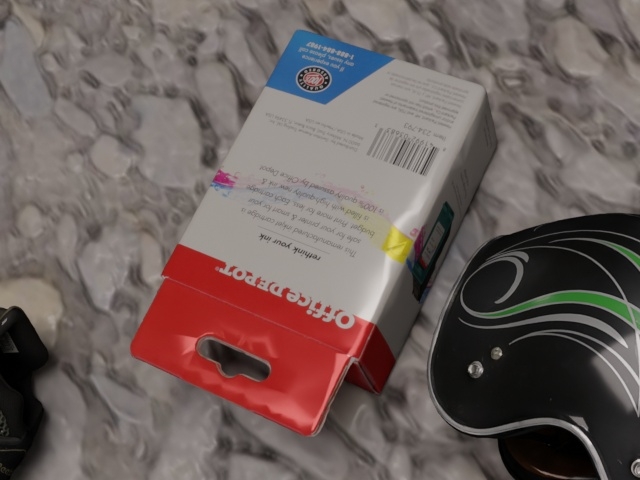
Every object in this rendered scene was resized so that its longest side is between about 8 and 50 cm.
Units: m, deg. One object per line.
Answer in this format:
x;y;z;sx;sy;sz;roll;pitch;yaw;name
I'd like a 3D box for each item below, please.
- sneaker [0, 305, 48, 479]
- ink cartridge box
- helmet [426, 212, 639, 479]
-0.261;0.066;0.709;0.227;0.087;0.130;40;79;21;sneaker
0.000;0.000;0.675;0.134;0.078;0.231;21;74;21;ink cartridge box
0.154;0.071;0.564;0.161;0.169;0.169;10;69;35;helmet
